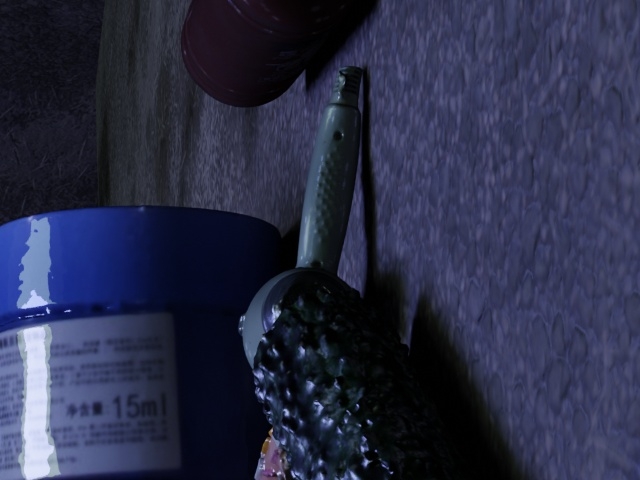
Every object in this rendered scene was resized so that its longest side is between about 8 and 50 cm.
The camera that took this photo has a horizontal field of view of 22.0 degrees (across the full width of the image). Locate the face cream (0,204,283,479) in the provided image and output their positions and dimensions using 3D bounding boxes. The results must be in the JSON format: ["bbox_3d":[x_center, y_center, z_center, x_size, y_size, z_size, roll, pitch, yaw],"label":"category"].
[{"bbox_3d":[-0.152,0.102,1.368,0.249,0.249,0.225,139,131,-75],"label":"face cream"}]

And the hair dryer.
[{"bbox_3d":[-0.005,0.028,1.132,0.219,0.088,0.225,101,178,-55],"label":"hair dryer"}]

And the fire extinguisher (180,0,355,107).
[{"bbox_3d":[-0.021,-0.192,1.154,0.138,0.102,0.344,-56,5,-14],"label":"fire extinguisher"}]

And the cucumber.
[{"bbox_3d":[0.038,0.133,0.819,0.359,0.096,0.096,-119,32,-66],"label":"cucumber"}]

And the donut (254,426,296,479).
[{"bbox_3d":[-0.011,0.195,1.132,0.117,0.065,0.166,152,120,-76],"label":"donut"}]
